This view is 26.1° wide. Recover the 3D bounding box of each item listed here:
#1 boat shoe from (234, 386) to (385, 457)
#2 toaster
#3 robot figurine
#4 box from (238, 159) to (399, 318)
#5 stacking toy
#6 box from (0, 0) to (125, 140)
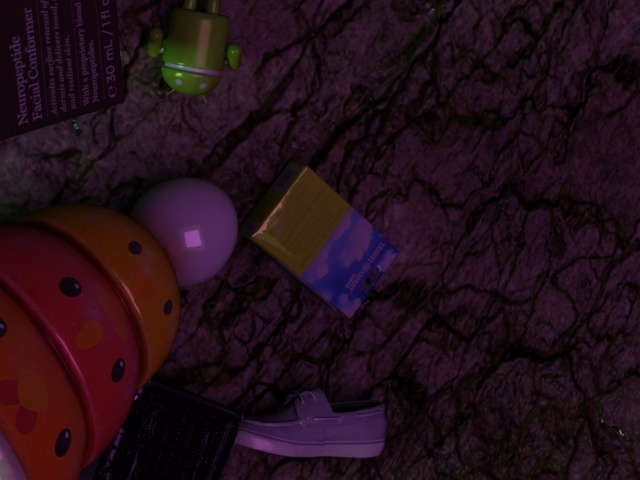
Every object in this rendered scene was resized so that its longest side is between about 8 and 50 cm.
[{"bbox_3d":[-0.015,0.216,1.669,0.227,0.079,0.081,8,90,-37],"label":"boat shoe"},{"bbox_3d":[-0.200,0.234,1.513,0.185,0.110,0.168,27,79,-43],"label":"toaster"},{"bbox_3d":[-0.133,-0.207,1.476,0.101,0.067,0.115,10,100,-5],"label":"robot figurine"},{"bbox_3d":[0.000,0.000,1.629,0.178,0.042,0.109,41,82,-33],"label":"box"},{"bbox_3d":[-0.262,0.070,1.385,0.480,0.350,0.351,-42,122,-35],"label":"stacking toy"},{"bbox_3d":[-0.367,-0.180,1.237,0.381,0.143,0.191,-24,124,-38],"label":"box"}]
